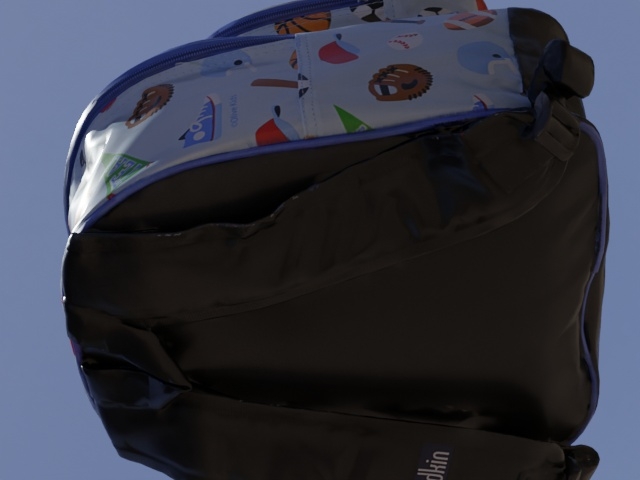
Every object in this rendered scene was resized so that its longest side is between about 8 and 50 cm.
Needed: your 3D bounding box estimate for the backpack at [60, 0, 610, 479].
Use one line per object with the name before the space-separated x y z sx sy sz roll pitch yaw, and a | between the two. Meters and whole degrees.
backpack | 0.000 0.000 1.003 0.263 0.213 0.276 -9 -55 -7
